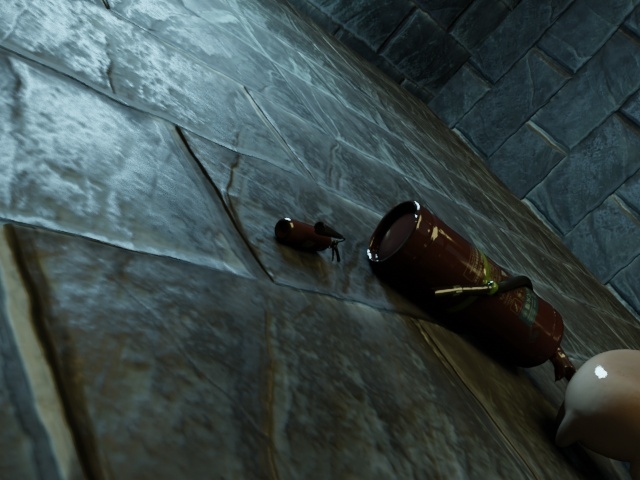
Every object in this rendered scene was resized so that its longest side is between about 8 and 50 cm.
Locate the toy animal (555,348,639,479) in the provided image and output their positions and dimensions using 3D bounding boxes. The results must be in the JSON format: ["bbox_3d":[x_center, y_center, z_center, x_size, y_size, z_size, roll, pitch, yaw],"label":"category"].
[{"bbox_3d":[0.409,0.223,0.810,0.250,0.154,0.166,30,19,12],"label":"toy animal"}]

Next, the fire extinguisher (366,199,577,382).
[{"bbox_3d":[0.218,0.085,0.895,0.341,0.105,0.141,35,34,-20],"label":"fire extinguisher"}]

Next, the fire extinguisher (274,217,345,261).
[{"bbox_3d":[0.000,-0.006,0.734,0.100,0.046,0.032,16,44,-51],"label":"fire extinguisher"}]
